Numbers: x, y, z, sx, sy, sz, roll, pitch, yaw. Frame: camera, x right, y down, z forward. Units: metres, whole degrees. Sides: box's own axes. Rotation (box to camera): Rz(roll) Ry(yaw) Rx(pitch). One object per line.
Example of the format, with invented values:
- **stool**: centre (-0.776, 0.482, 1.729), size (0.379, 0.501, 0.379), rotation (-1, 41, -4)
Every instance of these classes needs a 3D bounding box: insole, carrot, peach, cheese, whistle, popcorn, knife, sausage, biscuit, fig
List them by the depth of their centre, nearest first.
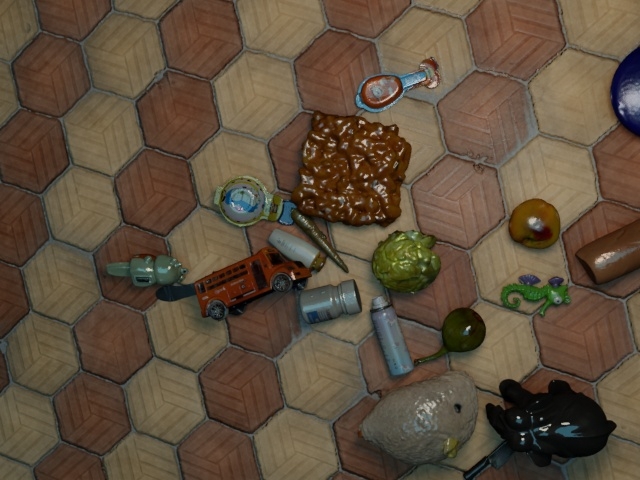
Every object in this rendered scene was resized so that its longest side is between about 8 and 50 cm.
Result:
- **sausage**: centre (0.848, 0.010, 1.616), size (0.304, 0.121, 0.121), rotation (-27, 88, 10)
- **peach**: centre (0.589, -0.047, 1.654), size (0.138, 0.138, 0.138), rotation (0, 93, 9)
- **popcorn**: centre (0.247, 0.050, 1.700), size (0.198, 0.198, 0.212), rotation (29, 70, 7)
- **fig**: centre (0.364, 0.291, 1.715), size (0.124, 0.124, 0.236), rotation (45, 108, 4)
- **biscuit**: centre (0.093, -0.198, 1.733), size (0.318, 0.110, 0.312), rotation (12, 93, 8)
- **cheese**: centre (0.220, -0.446, 1.736), size (0.256, 0.037, 0.106), rotation (-19, 91, 10)
- **knife**: centre (0.514, 0.628, 1.751), size (0.230, 0.028, 0.060), rotation (-43, 98, 6)
- **carrot**: centre (0.000, 0.000, 1.791), size (0.049, 0.049, 0.254), rotation (-41, 92, 9)
- **cheese**: centre (-0.193, -0.111, 1.806), size (0.250, 0.064, 0.156), rotation (13, 96, -4)
- **whistle**: centre (-0.527, 0.090, 1.848), size (0.253, 0.106, 0.102), rotation (-1, 102, 3)
- **insole**: centre (-0.443, 0.160, 1.888), size (0.152, 0.002, 0.053), rotation (-13, 91, 10)

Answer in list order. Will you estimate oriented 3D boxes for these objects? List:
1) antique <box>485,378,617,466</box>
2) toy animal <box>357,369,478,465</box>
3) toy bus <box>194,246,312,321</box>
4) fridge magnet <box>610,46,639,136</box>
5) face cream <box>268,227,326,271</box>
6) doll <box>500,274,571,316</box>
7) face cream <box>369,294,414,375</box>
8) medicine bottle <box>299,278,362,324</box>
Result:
- **antique**: centre (0.611, 0.476, 1.612), size (0.322, 0.255, 0.185), rotation (-1, 95, 11)
- **toy animal**: centre (0.282, 0.514, 1.697), size (0.358, 0.188, 0.226), rotation (-20, 84, 10)
- **toy bus**: centre (-0.196, 0.119, 1.763), size (0.329, 0.143, 0.153), rotation (-23, 82, 19)
- **fridge magnet**: centre (0.903, -0.394, 1.593), size (0.265, 0.112, 0.265), rotation (0, 93, 8)
- **face cream**: centre (-0.068, 0.029, 1.798), size (0.182, 0.051, 0.072), rotation (31, 99, 8)
- **doll**: centre (0.604, 0.153, 1.698), size (0.190, 0.050, 0.115), rotation (5, 86, 10)
- **face cream**: centre (0.201, 0.272, 1.754), size (0.075, 0.075, 0.229), rotation (-19, 90, 9)
- **medicine bottle**: centre (0.029, 0.179, 1.763), size (0.168, 0.105, 0.105), rotation (-15, 90, 9)
